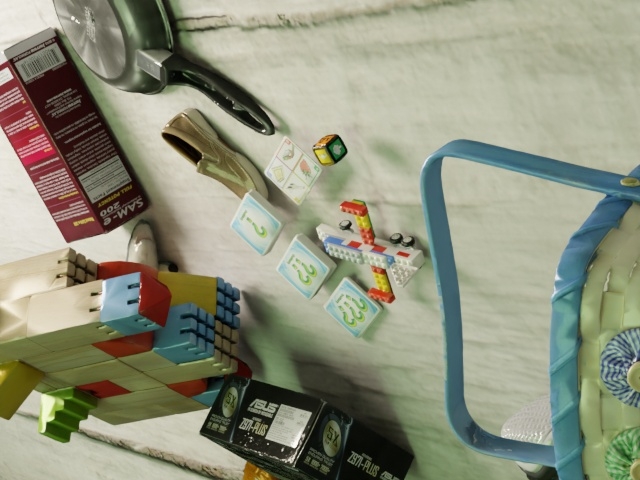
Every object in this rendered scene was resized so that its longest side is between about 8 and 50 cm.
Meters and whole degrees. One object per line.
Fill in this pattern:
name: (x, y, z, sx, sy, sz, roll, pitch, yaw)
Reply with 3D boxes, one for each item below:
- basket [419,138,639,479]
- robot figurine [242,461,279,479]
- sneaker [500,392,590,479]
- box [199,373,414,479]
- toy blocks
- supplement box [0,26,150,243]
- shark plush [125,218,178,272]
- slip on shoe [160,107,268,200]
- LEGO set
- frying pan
basket: (0.204, 0.061, 0.971, 0.289, 0.201, 0.255, 12, 123, 39)
robot figurine: (-0.031, 0.368, 1.725, 0.211, 0.085, 0.291, 41, 146, 24)
sneaker: (0.267, 0.207, 1.136, 0.268, 0.101, 0.153, 0, 120, 61)
box: (-0.017, 0.220, 1.505, 0.147, 0.077, 0.180, 36, 163, -34)
toy blocks: (-0.210, 0.107, 1.578, 0.261, 0.191, 0.381, -13, 152, 25)
supplement box: (-0.309, -0.120, 1.653, 0.130, 0.073, 0.239, -9, 111, 58)
shark plush: (-0.216, 0.030, 1.719, 0.161, 0.073, 0.067, 100, 153, -73)
slip on shoe: (-0.110, -0.080, 1.441, 0.135, 0.041, 0.051, 48, 149, 13)
LEGO set: (0.000, 0.000, 1.339, 0.182, 0.060, 0.244, 43, 148, 5)
frying pan: (-0.184, -0.186, 1.443, 0.326, 0.053, 0.197, 54, 151, 9)
